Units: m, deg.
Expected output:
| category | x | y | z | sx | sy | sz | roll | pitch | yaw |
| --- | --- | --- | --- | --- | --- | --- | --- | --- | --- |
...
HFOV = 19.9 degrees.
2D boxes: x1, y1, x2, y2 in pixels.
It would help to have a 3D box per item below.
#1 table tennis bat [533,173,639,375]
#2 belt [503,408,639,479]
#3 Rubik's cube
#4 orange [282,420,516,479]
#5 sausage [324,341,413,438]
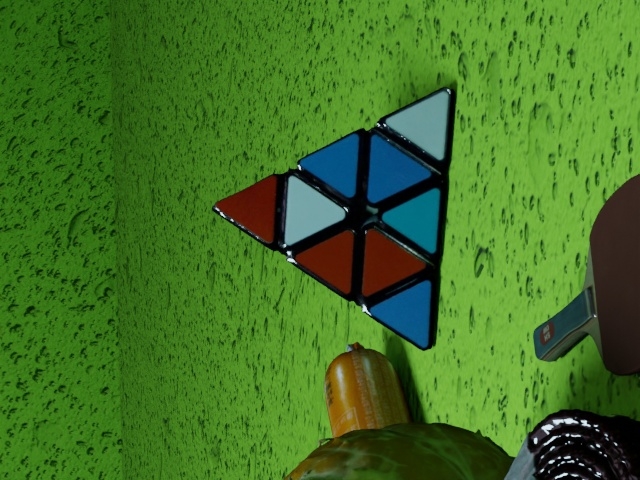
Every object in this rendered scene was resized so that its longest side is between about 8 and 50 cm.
| category | x | y | z | sx | sy | sz | roll | pitch | yaw |
| --- | --- | --- | --- | --- | --- | --- | --- | --- | --- |
| table tennis bat | 0.237 | 0.043 | 1.489 | 0.274 | 0.021 | 0.154 | 129 | 141 | -62 |
| belt | 0.219 | 0.265 | 1.264 | 0.184 | 0.164 | 0.289 | -29 | 54 | 40 |
| Rubik's cube | 0.000 | 0.000 | 1.950 | 0.284 | 0.234 | 0.250 | 129 | 141 | -63 |
| orange | 0.076 | 0.306 | 1.457 | 0.249 | 0.329 | 0.329 | -26 | 57 | 38 |
| sausage | 0.060 | 0.223 | 1.953 | 0.312 | 0.093 | 0.093 | -105 | 23 | -47 |
